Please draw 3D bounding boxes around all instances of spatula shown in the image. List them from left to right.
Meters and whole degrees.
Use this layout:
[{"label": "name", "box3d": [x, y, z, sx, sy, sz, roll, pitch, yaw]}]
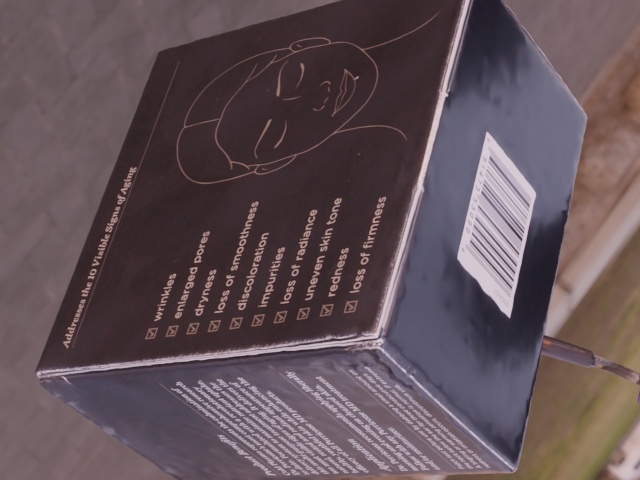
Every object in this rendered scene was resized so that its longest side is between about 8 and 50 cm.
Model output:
[{"label": "spatula", "box3d": [0.438, 0.193, 2.321, 0.030, 0.296, 0.084, -34, 141, -75]}]

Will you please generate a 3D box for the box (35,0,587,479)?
[{"label": "box", "box3d": [0.000, 0.000, 1.721, 0.297, 0.472, 0.479, 45, 50, -40]}]
